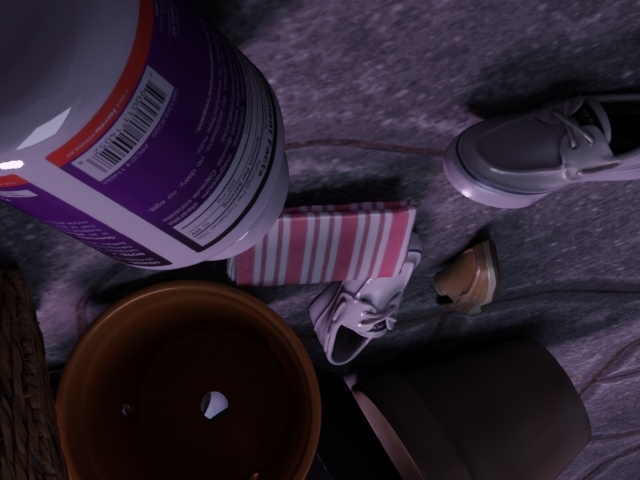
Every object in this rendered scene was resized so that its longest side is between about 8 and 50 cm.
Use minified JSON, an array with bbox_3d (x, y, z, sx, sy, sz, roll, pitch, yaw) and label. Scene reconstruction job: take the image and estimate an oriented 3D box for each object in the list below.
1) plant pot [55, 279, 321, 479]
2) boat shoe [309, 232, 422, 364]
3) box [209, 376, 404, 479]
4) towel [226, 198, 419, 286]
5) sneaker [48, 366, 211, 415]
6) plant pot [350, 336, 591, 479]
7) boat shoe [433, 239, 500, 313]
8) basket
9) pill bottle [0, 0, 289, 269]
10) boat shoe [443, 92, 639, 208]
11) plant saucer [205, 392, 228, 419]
[{"bbox_3d":[-0.135,0.194,1.442,0.291,0.291,0.203,-16,174,3],"label":"plant pot"},{"bbox_3d":[0.062,0.074,1.493,0.095,0.084,0.258,-6,156,-19],"label":"boat shoe"},{"bbox_3d":[-0.004,0.364,1.729,0.179,0.312,0.343,-33,165,10],"label":"box"},{"bbox_3d":[0.000,0.000,1.320,0.197,0.029,0.144,-3,151,-8],"label":"towel"},{"bbox_3d":[-0.269,0.208,1.573,0.281,0.105,0.115,-5,156,-22],"label":"sneaker"},{"bbox_3d":[0.245,0.296,1.901,0.280,0.323,0.323,-28,160,-10],"label":"plant pot"},{"bbox_3d":[0.176,0.053,1.551,0.072,0.068,0.190,-2,157,-2],"label":"boat shoe"},{"bbox_3d":[-0.370,0.195,1.222,0.223,0.299,0.213,-11,157,-10],"label":"basket"},{"bbox_3d":[-0.140,-0.088,0.859,0.181,0.181,0.323,-21,157,15],"label":"pill bottle"},{"bbox_3d":[0.244,-0.097,1.199,0.267,0.096,0.088,-5,152,-26],"label":"boat shoe"},{"bbox_3d":[-0.160,0.264,1.868,0.195,0.037,0.195,-12,157,-5],"label":"plant saucer"}]
